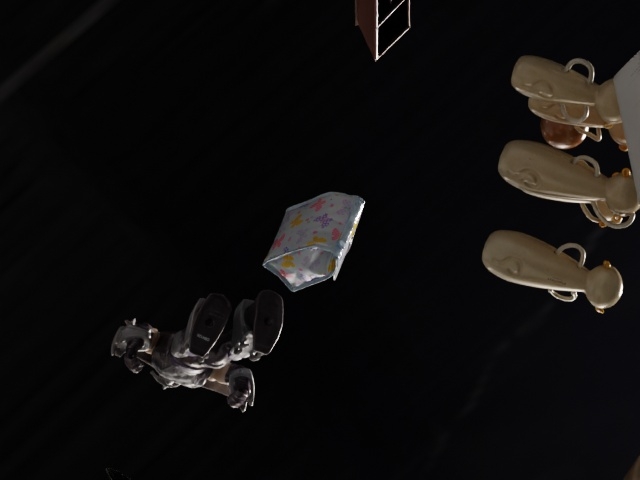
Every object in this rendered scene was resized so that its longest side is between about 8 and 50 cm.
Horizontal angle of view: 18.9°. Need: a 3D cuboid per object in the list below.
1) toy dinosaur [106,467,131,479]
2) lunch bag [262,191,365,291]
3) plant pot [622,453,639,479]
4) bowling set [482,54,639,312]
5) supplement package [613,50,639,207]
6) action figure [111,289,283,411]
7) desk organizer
[{"bbox_3d":[-0.196,0.329,1.932,0.218,0.322,0.164,119,-47,-68],"label":"toy dinosaur"},{"bbox_3d":[0.000,0.000,1.695,0.053,0.071,0.083,41,-41,-24],"label":"lunch bag"},{"bbox_3d":[0.507,0.279,2.252,0.263,0.263,0.229,49,-38,28],"label":"plant pot"},{"bbox_3d":[0.285,-0.094,2.026,0.154,0.200,0.287,18,-52,17],"label":"bowling set"},{"bbox_3d":[0.311,-0.041,1.181,0.177,0.175,0.293,37,26,-18],"label":"supplement package"},{"bbox_3d":[-0.146,0.132,2.255,0.185,0.099,0.285,14,-22,-17],"label":"action figure"},{"bbox_3d":[0.058,-0.218,1.647,0.130,0.047,0.050,88,-16,-53],"label":"desk organizer"}]
